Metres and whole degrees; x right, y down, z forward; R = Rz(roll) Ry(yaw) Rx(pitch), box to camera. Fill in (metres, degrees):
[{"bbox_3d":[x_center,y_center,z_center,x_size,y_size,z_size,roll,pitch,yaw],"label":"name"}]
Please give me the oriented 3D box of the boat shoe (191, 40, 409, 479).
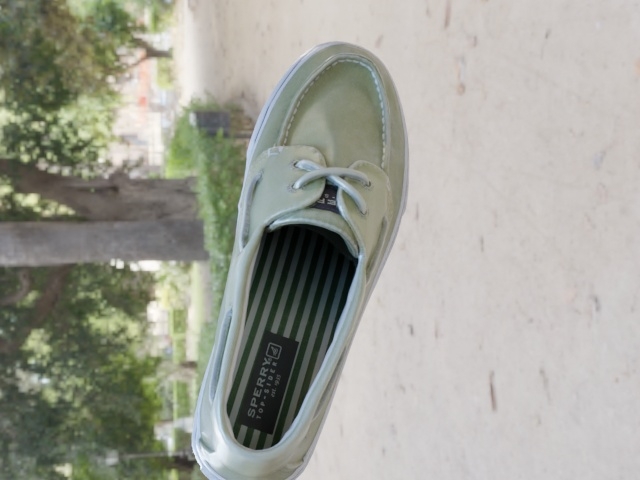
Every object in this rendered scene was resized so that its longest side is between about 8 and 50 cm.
[{"bbox_3d":[0.000,0.000,0.512,0.094,0.109,0.302,122,161,-66],"label":"boat shoe"}]
